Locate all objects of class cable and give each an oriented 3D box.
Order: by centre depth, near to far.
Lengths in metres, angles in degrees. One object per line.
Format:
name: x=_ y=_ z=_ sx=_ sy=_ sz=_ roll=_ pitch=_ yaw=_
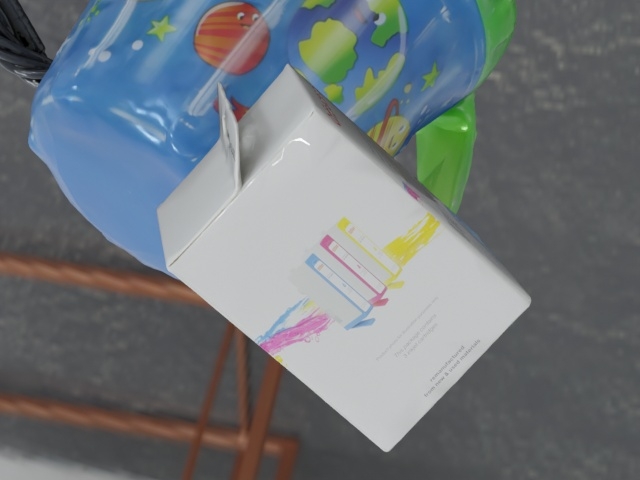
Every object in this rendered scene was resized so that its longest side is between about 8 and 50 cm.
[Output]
cable: x=-0.187 y=-0.176 z=1.346 sx=0.150 sy=0.184 sz=0.047 roll=2 pitch=149 yaw=-28

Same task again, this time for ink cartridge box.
ink cartridge box: x=0.000 y=0.000 z=0.794 sx=0.143 sy=0.092 sz=0.090 roll=41 pitch=97 yaw=-17

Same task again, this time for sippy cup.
sippy cup: x=-0.041 y=-0.100 z=1.079 sx=0.305 sy=0.224 sz=0.240 roll=35 pitch=155 yaw=2
